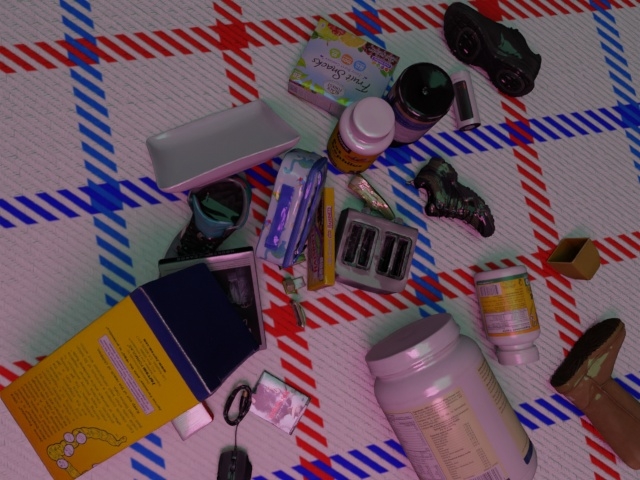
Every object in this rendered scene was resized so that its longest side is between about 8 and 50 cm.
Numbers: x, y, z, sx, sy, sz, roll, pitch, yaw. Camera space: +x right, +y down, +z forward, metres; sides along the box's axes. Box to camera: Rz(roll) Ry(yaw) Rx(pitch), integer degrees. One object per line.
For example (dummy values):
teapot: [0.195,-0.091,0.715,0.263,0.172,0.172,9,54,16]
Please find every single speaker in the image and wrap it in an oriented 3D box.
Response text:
speaker: [0.349,-0.340,1.145,0.055,0.055,0.136,-9,84,-10]

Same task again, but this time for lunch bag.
lunch bag: [-0.054,-0.064,0.928,0.090,0.176,0.219,19,108,4]

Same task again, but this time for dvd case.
dvd case: [-0.209,0.134,0.940,0.179,0.030,0.239,-9,116,-10]
dvd case: [-0.091,0.345,1.000,0.119,0.013,0.087,33,79,-4]

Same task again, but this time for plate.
plate: [-0.205,-0.193,0.962,0.277,0.277,0.045,-23,128,-12]

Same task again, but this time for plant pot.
plant pot: [0.615,0.051,1.125,0.083,0.081,0.081,44,78,-12]

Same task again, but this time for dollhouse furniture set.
dollhouse furniture set: [-0.041,0.110,1.009,0.058,0.076,0.152,-18,85,-13]

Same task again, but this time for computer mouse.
computer mouse: [-0.172,0.418,0.955,0.071,0.041,0.242,4,85,-4]

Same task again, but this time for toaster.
toaster: [0.106,0.030,1.026,0.167,0.110,0.186,17,80,-6]

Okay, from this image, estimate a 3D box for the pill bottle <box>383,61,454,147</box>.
pill bottle: [0.192,-0.281,1.026,0.122,0.219,0.123,1,83,-9]

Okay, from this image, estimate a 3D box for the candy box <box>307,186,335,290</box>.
candy box: [0.000,0.000,1.005,0.027,0.105,0.206,5,75,-19]

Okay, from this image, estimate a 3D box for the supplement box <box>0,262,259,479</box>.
supplement box: [-0.321,0.225,0.814,0.356,0.194,0.195,-34,89,18]

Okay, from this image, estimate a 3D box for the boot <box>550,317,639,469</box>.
boot: [0.700,0.351,1.097,0.269,0.089,0.236,43,89,-1]

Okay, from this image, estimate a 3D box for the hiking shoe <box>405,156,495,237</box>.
hiking shoe: [0.303,-0.081,1.098,0.114,0.086,0.227,-41,85,1]

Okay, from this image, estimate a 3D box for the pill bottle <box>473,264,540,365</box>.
pill bottle: [0.423,0.167,1.056,0.117,0.117,0.209,-9,83,-10]

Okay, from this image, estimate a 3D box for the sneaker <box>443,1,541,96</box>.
sneaker: [0.426,-0.485,1.164,0.286,0.109,0.130,40,68,-9]

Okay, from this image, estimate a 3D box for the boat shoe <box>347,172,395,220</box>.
boat shoe: [0.117,-0.092,1.080,0.045,0.050,0.135,-42,94,11]

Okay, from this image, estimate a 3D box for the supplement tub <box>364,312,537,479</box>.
supplement tub: [0.252,0.335,0.944,0.235,0.235,0.325,-28,87,-12]

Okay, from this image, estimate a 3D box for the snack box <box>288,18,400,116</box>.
snack box: [0.054,-0.383,1.090,0.207,0.070,0.175,26,78,0]

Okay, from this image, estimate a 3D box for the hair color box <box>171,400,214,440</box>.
hair color box: [-0.284,0.323,0.956,0.071,0.043,0.141,-32,89,-11]

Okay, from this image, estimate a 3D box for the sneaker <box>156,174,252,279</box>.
sneaker: [-0.232,-0.015,0.941,0.123,0.178,0.296,32,79,-4]

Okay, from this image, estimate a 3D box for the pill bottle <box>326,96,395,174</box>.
pill bottle: [0.086,-0.222,1.003,0.117,0.215,0.118,1,82,-9]
